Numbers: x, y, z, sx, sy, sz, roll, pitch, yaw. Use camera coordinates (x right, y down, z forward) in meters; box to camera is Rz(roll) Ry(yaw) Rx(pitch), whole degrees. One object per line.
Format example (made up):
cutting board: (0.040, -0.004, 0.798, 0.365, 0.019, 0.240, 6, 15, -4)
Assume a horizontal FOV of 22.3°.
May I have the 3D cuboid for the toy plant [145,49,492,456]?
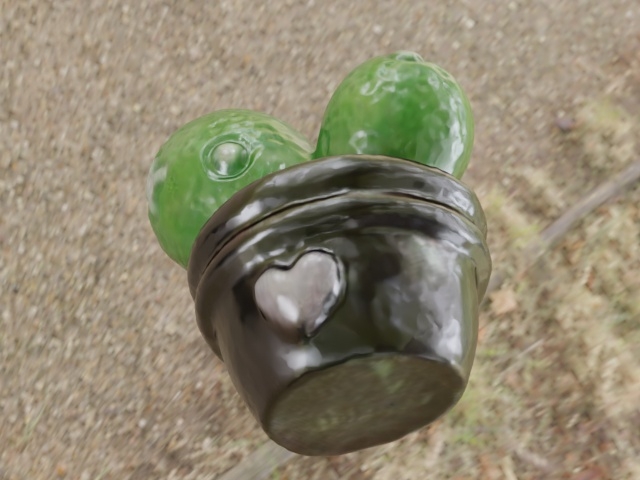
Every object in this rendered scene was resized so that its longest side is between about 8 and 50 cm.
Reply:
toy plant: (0.000, 0.000, 0.945, 0.175, 0.218, 0.235, 39, 33, -47)
